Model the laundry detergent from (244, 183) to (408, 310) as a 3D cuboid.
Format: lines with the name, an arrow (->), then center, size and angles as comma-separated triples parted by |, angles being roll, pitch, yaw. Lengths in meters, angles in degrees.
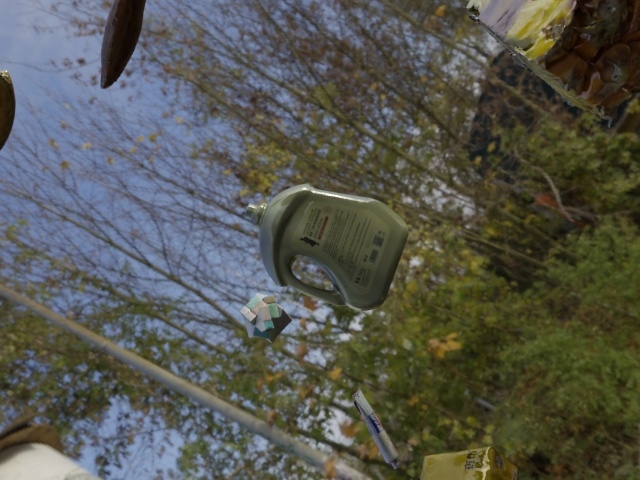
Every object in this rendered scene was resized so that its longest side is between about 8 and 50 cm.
laundry detergent -> 0.000, 0.000, 1.036 | 0.091, 0.253, 0.181 | 80, -150, -83

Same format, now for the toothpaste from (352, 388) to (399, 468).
toothpaste -> 0.112, 0.379, 1.312 | 0.028, 0.170, 0.045 | -31, -6, 26

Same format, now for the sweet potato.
sweet potato -> -0.303, -0.364, 1.036 | 0.264, 0.057, 0.057 | -67, -15, 14

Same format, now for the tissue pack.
tissue pack -> 0.183, 0.359, 0.845 | 0.120, 0.082, 0.169 | -25, 30, 39

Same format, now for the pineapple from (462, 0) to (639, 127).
pineapple -> 0.340, -0.283, 0.706 | 0.286, 0.209, 0.344 | -50, 18, 22

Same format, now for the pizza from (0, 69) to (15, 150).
pizza -> -0.635, -0.220, 1.157 | 0.036, 0.176, 0.184 | -121, 41, -61

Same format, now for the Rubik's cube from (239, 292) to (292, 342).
Rubik's cube -> -0.105, 0.141, 1.209 | 0.084, 0.075, 0.073 | -57, -39, -26
